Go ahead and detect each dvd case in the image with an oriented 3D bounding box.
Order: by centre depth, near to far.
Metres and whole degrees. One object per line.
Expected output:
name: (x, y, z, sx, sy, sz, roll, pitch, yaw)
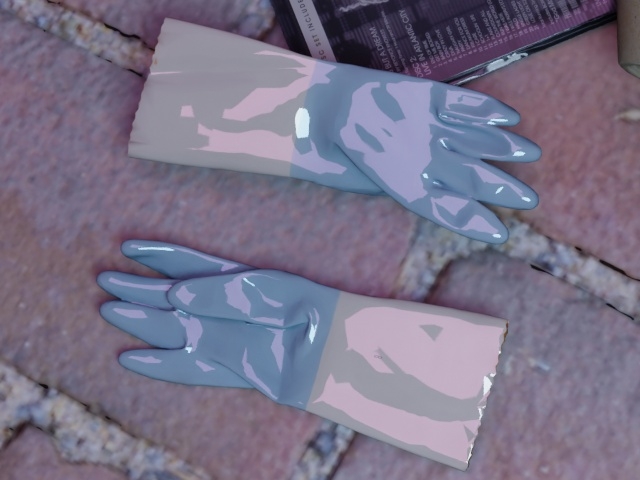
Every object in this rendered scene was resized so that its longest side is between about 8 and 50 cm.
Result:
dvd case: (0.076, -0.170, 1.121, 0.221, 0.018, 0.165, -22, 69, 2)

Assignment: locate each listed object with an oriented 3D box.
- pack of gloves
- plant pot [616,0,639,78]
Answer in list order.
pack of gloves: (0.000, 0.000, 1.073, 0.232, 0.046, 0.195, 15, 88, 16)
plant pot: (0.257, -0.197, 0.998, 0.256, 0.256, 0.274, 19, 92, 16)
